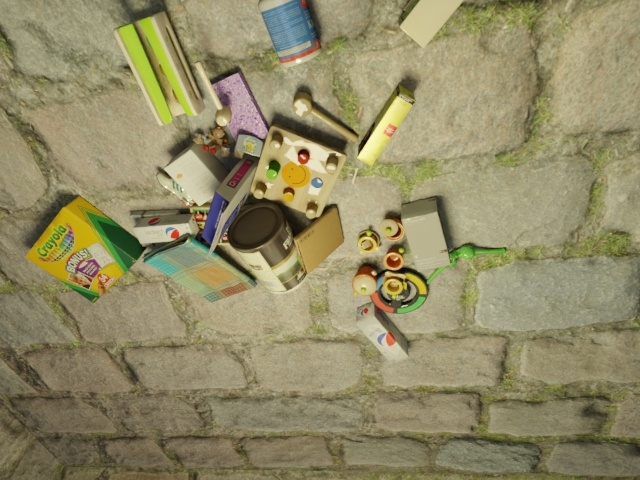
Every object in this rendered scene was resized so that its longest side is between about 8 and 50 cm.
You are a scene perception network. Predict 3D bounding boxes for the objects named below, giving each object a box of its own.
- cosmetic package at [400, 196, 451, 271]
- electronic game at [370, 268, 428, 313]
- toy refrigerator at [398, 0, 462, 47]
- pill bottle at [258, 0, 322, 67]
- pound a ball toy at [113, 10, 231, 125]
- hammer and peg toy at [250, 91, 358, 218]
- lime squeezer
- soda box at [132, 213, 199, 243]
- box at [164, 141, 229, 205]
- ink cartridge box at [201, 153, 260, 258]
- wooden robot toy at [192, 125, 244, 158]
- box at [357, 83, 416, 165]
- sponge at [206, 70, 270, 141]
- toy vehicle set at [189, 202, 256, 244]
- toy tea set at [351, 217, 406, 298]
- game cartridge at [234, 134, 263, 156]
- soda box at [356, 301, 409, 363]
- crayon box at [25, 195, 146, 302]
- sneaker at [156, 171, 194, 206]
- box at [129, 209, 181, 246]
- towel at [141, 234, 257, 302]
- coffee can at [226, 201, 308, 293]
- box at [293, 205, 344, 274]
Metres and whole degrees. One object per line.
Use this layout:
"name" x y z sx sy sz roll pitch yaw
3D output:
"cosmetic package" 0.367 -0.019 1.464 0.127 0.107 0.238 -14 126 20
"electronic game" 0.308 0.204 1.665 0.229 0.048 0.229 3 126 4
"toy refrigerator" 0.310 -0.626 1.033 0.094 0.102 0.269 33 124 -16
"pill bottle" -0.087 -0.583 1.099 0.124 0.124 0.222 -13 124 16
"pound a ball toy" -0.400 -0.477 1.210 0.208 0.136 0.319 -13 122 11
"hammer and peg toy" -0.051 -0.253 1.330 0.265 0.127 0.361 21 125 -8
"lime squeezer" 0.510 0.069 1.551 0.310 0.059 0.110 -28 149 23
"soda box" -0.559 -0.043 1.535 0.216 0.069 0.074 -4 126 10
"box" -0.407 -0.227 1.416 0.130 0.091 0.170 -26 119 24
"ink cartridge box" -0.284 -0.119 1.306 0.069 0.371 0.176 23 124 -7
"wooden robot toy" -0.322 -0.319 1.333 0.173 0.076 0.079 23 125 6
"box" 0.192 -0.342 1.263 0.058 0.087 0.232 27 123 -12
"sponge" -0.250 -0.401 1.308 0.117 0.031 0.210 -16 122 18
"toy vehicle set" -0.336 -0.059 1.562 0.266 0.035 0.166 1 126 6
"toy tea set" 0.212 0.076 1.516 0.199 0.124 0.336 3 117 13
"game cartridge" -0.224 -0.301 1.327 0.083 0.017 0.056 14 88 -21
"soda box" 0.263 0.389 1.774 0.091 0.098 0.286 -28 117 24
"crayon box" -0.928 0.047 1.669 0.363 0.106 0.313 -36 114 28
"sneaker" -0.493 -0.195 1.481 0.075 0.057 0.161 -42 111 11
"box" -0.609 -0.046 1.605 0.186 0.038 0.145 -2 125 7
"towel" -0.464 0.125 1.640 0.271 0.040 0.370 -20 136 28
"coffee can" -0.171 0.032 1.466 0.201 0.202 0.275 -11 140 14
"box" 0.000 0.000 1.475 0.021 0.201 0.164 24 143 38
